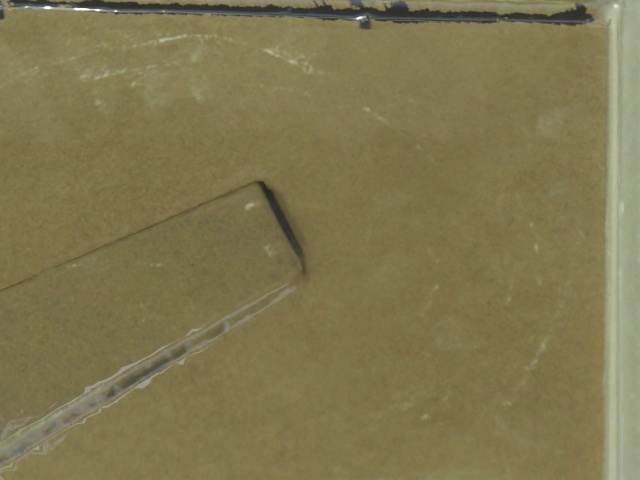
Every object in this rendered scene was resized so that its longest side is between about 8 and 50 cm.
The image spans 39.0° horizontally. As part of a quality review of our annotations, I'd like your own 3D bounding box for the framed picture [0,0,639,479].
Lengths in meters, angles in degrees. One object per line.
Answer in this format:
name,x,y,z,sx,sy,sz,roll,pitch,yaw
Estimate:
framed picture,-0.051,0.008,0.338,0.335,0.247,0.022,3,163,9
